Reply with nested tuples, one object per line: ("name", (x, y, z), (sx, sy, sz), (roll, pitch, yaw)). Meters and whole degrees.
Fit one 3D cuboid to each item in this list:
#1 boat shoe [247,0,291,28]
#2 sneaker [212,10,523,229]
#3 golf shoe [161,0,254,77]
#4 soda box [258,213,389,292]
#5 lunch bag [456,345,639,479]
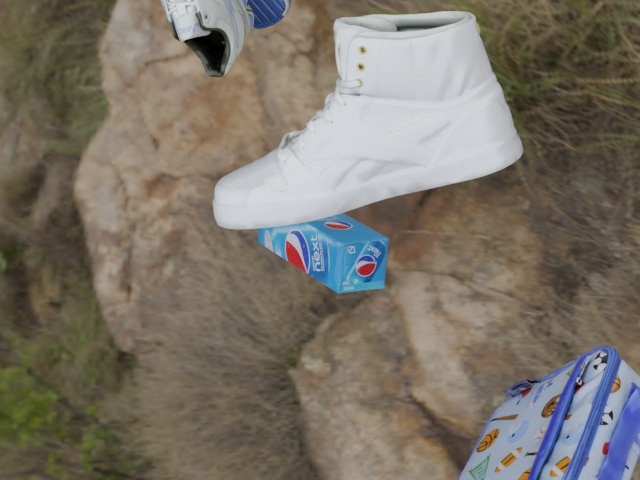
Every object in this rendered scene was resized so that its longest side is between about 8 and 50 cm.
("boat shoe", (-0.092, -0.287, 1.554), (0.183, 0.066, 0.066), (4, 52, 47))
("sneaker", (0.019, -0.118, 1.218), (0.292, 0.108, 0.169), (-15, 113, 12))
("golf shoe", (-0.109, -0.214, 1.145), (0.069, 0.176, 0.086), (-11, 51, 23))
("soda box", (0.000, 0.000, 1.719), (0.210, 0.071, 0.067), (30, 121, 54))
("lunch bag", (0.269, 0.260, 1.565), (0.115, 0.303, 0.243), (41, 137, -10))
